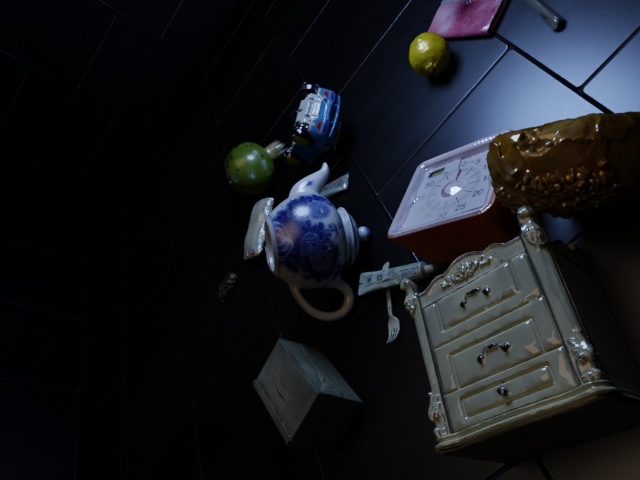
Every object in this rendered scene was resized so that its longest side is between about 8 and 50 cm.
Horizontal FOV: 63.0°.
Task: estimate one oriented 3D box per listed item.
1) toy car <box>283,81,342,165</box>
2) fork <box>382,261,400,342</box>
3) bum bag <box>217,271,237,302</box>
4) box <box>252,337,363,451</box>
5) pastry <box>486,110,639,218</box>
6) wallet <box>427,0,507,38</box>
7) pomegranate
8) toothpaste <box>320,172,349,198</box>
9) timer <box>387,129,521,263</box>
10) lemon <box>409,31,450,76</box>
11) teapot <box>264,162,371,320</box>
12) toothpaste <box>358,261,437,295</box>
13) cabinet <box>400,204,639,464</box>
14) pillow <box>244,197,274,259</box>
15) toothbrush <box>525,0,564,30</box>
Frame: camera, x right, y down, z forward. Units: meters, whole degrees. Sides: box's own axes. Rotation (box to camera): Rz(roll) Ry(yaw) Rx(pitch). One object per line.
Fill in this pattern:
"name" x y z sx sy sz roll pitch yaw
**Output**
"toy car" -0.019 -0.351 1.671 0.314 0.165 0.199 128 156 -71
"fork" 0.168 0.148 1.269 0.034 0.028 0.220 -40 39 43
"bum bag" -0.338 0.167 1.887 0.124 0.034 0.058 -55 47 17
"box" -0.040 0.376 1.290 0.149 0.155 0.231 -60 35 8
"pastry" 0.429 -0.121 0.880 0.255 0.310 0.162 -9 94 59
"wallet" 0.386 -0.596 1.395 0.232 0.025 0.120 27 94 55
"pomegranate" -0.232 -0.277 1.893 0.247 0.202 0.202 -36 36 -10
"toothpaste" 0.010 -0.147 1.620 0.205 0.036 0.056 -24 51 38
"timer" 0.302 -0.097 1.120 0.257 0.161 0.250 -18 50 47
"lemon" 0.290 -0.494 1.389 0.109 0.109 0.133 -30 42 40
"teapot" 0.000 0.000 1.380 0.252 0.279 0.425 137 124 -75
"toothpaste" 0.179 0.087 1.250 0.218 0.041 0.064 -17 52 38
"cabinet" 0.329 0.167 0.875 0.290 0.227 0.318 -37 45 35
"pillow" -0.218 -0.042 1.837 0.128 0.050 0.229 -20 55 54
"toothbrush" 0.495 -0.580 1.245 0.030 0.030 0.297 110 153 -44
